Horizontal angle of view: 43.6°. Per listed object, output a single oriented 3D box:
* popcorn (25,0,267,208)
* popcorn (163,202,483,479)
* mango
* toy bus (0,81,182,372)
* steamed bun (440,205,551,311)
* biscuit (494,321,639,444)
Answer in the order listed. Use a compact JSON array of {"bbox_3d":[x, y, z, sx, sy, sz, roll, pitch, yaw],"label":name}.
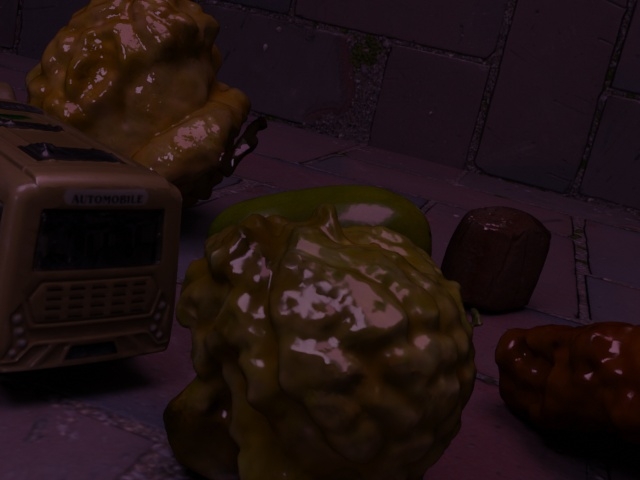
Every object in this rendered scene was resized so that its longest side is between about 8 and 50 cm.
[{"bbox_3d":[-0.238,-0.184,1.165,0.381,0.349,0.349,27,20,30],"label":"popcorn"},{"bbox_3d":[0.002,0.100,0.579,0.236,0.252,0.206,-17,-26,27],"label":"popcorn"},{"bbox_3d":[0.000,0.000,1.042,0.293,0.143,0.175,1,21,-3],"label":"mango"},{"bbox_3d":[-0.285,-0.023,0.750,0.176,0.202,0.365,-3,21,-43],"label":"toy bus"},{"bbox_3d":[0.250,0.021,1.148,0.175,0.145,0.106,5,14,-43],"label":"steamed bun"},{"bbox_3d":[0.352,0.132,0.744,0.312,0.111,0.318,5,-10,-32],"label":"biscuit"}]
